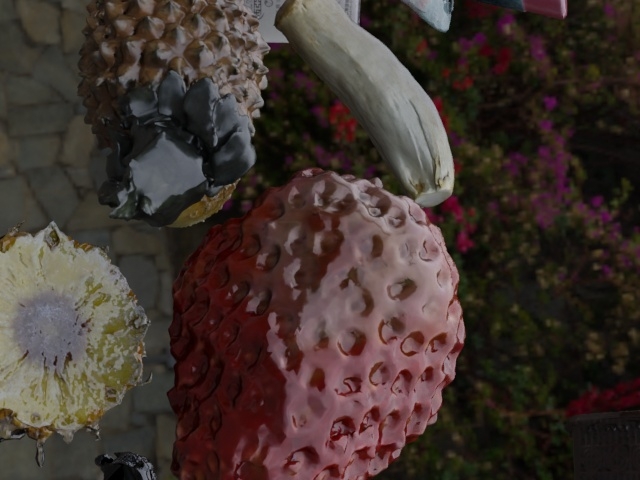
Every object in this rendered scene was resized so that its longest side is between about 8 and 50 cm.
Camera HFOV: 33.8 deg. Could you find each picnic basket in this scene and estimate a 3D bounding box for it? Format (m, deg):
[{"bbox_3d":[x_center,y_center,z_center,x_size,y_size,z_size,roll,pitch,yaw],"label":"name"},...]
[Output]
[{"bbox_3d":[0.502,0.336,1.501,0.222,0.297,0.129,39,53,-36],"label":"picnic basket"}]

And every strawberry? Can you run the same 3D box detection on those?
[{"bbox_3d":[0.000,0.080,0.898,0.149,0.265,0.336,-57,-174,51],"label":"strawberry"}]

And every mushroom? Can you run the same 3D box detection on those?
[{"bbox_3d":[0.064,-0.196,1.400,0.351,0.123,0.095,53,-44,8],"label":"mushroom"}]

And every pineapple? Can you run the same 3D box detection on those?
[{"bbox_3d":[-0.148,-0.131,1.068,0.357,0.223,0.223,-101,-173,-53],"label":"pineapple"},{"bbox_3d":[-0.245,0.087,0.940,0.047,0.221,0.221,-25,-110,56],"label":"pineapple"}]

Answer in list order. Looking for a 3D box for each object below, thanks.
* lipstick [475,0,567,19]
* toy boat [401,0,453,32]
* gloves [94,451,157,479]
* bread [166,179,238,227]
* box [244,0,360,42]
[{"bbox_3d":[0.096,-0.225,0.889,0.053,0.234,0.053,-50,151,-42],"label":"lipstick"},{"bbox_3d":[0.055,-0.316,1.079,0.096,0.282,0.206,-10,-114,44],"label":"toy boat"},{"bbox_3d":[-0.308,0.403,1.700,0.180,0.106,0.129,67,14,-84],"label":"gloves"},{"bbox_3d":[-0.185,-0.170,1.433,0.305,0.159,0.305,-6,90,-83],"label":"bread"},{"bbox_3d":[-0.031,-0.447,1.663,0.111,0.194,0.260,-91,-177,-52],"label":"box"}]
